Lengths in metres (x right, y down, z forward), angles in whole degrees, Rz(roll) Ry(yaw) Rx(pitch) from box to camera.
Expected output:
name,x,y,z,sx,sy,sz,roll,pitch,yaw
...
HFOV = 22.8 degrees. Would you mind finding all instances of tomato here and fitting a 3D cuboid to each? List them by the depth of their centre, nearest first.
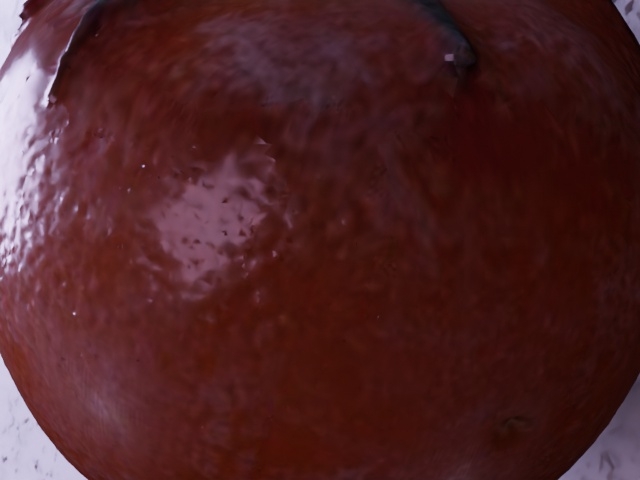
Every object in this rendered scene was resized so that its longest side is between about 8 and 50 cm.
name,x,y,z,sx,sy,sz,roll,pitch,yaw
tomato,0.000,0.000,0.601,0.265,0.265,0.265,-2,87,38
